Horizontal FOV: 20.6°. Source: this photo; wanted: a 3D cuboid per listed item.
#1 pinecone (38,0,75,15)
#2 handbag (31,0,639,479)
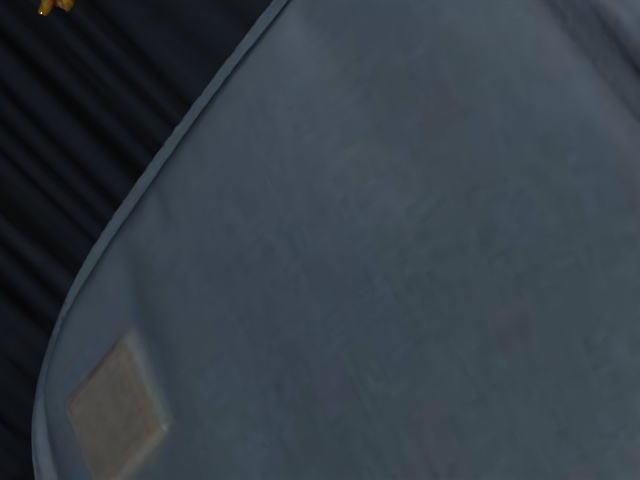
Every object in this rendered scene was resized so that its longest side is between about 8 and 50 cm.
[{"bbox_3d":[-0.172,-0.247,0.829,0.246,0.292,0.246,-24,-177,1],"label":"pinecone"},{"bbox_3d":[0.032,0.017,0.500,0.302,0.178,0.275,-48,-172,30],"label":"handbag"}]
